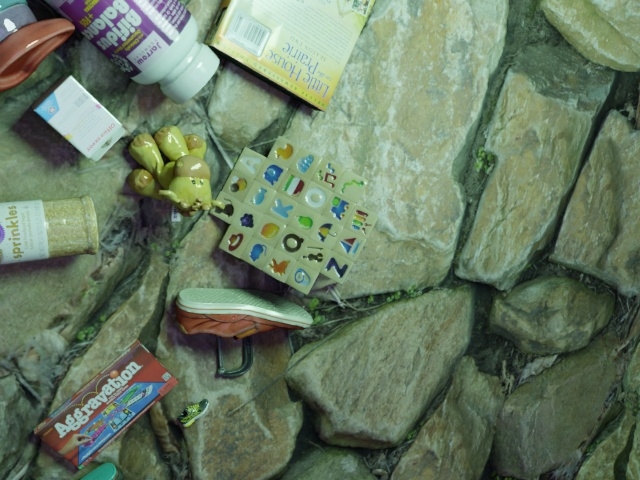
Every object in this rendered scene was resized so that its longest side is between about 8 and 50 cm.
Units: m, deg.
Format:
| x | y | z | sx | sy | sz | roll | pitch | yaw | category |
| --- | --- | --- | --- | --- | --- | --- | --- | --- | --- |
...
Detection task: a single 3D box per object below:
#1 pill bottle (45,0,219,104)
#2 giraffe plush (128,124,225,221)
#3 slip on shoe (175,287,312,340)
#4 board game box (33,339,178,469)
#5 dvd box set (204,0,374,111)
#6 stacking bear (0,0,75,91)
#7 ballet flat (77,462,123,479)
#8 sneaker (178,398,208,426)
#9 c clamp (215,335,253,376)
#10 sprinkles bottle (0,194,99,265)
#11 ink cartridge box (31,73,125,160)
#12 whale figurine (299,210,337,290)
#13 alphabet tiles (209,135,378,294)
| x | y | z | sx | sy | sz | roll | pitch | yaw | category |
| --- | --- | --- | --- | --- | --- | --- | --- | --- | --- |
| -0.336 | -0.399 | 1.101 | 0.301 | 0.169 | 0.169 | 42 | 82 | -31 | pill bottle |
| -0.283 | -0.119 | 1.213 | 0.181 | 0.170 | 0.210 | -21 | 114 | -23 | giraffe plush |
| -0.177 | 0.180 | 1.400 | 0.331 | 0.123 | 0.101 | 7 | 109 | -25 | slip on shoe |
| -0.472 | 0.367 | 1.337 | 0.281 | 0.027 | 0.145 | -42 | 119 | -13 | board game box |
| -0.032 | -0.537 | 1.297 | 0.307 | 0.062 | 0.420 | 22 | 93 | -33 | dvd box set |
| -0.582 | -0.403 | 0.964 | 0.175 | 0.164 | 0.289 | -33 | 108 | 20 | stacking bear |
| -0.566 | 0.599 | 1.317 | 0.280 | 0.095 | 0.096 | -20 | 126 | -23 | ballet flat |
| -0.306 | 0.412 | 1.442 | 0.083 | 0.031 | 0.035 | -45 | 121 | -11 | sneaker |
| -0.226 | 0.264 | 1.452 | 0.137 | 0.022 | 0.161 | -17 | 111 | -30 | c clamp |
| -0.600 | -0.011 | 1.096 | 0.355 | 0.121 | 0.121 | -8 | 108 | -28 | sprinkles bottle |
| -0.454 | -0.228 | 1.131 | 0.092 | 0.090 | 0.143 | -47 | 123 | -9 | ink cartridge box |
| 0.000 | 0.000 | 1.452 | 0.216 | 0.141 | 0.272 | -18 | 137 | -9 | whale figurine |
| -0.061 | -0.058 | 1.324 | 0.342 | 0.011 | 0.285 | 28 | 90 | 8 | alphabet tiles |
